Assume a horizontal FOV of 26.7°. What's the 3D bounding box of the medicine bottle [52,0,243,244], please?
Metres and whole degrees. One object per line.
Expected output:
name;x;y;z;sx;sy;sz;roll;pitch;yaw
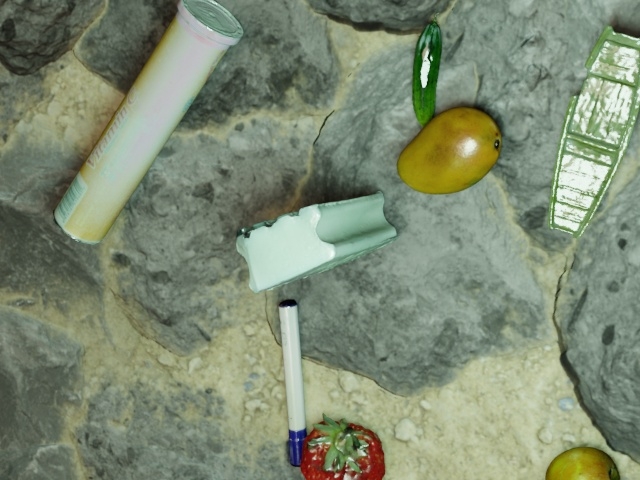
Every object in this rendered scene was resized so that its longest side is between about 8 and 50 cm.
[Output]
medicine bottle;-0.272;-0.179;2.063;0.108;0.108;0.426;41;117;7

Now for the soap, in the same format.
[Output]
soap;0.000;0.000;1.918;0.150;0.261;0.094;-19;88;26

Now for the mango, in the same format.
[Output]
mango;0.183;-0.120;1.904;0.111;0.089;0.163;52;126;14

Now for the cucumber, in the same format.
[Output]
cucumber;0.149;-0.238;1.911;0.039;0.039;0.168;11;110;19

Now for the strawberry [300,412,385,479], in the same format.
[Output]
strawberry;0.037;0.343;2.083;0.131;0.148;0.131;-5;63;9

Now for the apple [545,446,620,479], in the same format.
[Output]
apple;0.380;0.353;1.948;0.102;0.099;0.114;-18;122;26

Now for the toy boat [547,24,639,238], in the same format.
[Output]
toy boat;0.375;-0.148;1.835;0.093;0.055;0.293;20;110;15

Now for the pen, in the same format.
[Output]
pen;-0.042;0.224;2.117;0.033;0.033;0.269;1;104;22
